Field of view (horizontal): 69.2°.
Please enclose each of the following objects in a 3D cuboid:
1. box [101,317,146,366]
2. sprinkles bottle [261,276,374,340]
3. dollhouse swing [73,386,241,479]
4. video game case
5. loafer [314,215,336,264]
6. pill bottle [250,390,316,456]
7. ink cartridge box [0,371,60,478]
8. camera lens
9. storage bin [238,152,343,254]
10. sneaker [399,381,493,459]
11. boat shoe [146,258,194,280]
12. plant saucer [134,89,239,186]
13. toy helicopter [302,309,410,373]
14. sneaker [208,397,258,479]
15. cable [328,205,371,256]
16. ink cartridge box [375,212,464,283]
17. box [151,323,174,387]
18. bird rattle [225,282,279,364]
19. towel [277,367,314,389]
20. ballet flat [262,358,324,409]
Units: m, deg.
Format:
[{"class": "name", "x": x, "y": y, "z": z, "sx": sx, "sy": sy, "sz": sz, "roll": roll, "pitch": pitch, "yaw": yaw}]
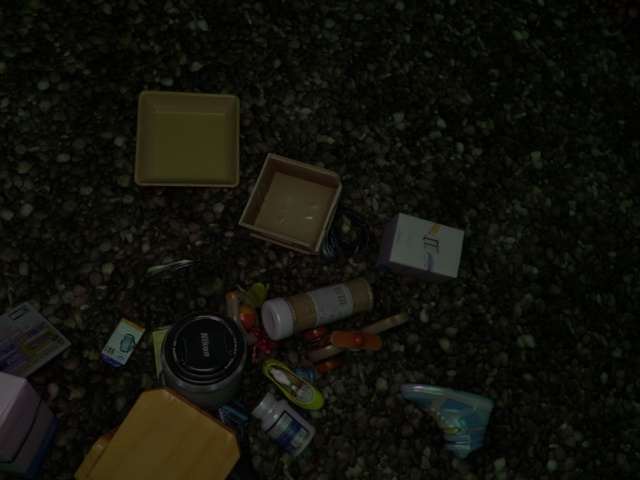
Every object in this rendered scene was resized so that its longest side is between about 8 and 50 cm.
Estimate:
[{"class": "box", "x": -0.610, "y": 0.317, "z": 1.434, "sx": 0.081, "sy": 0.028, "sz": 0.136, "roll": 29, "pitch": 78, "yaw": -2}, {"class": "sprinkles bottle", "x": -0.003, "y": 0.207, "z": 1.445, "sx": 0.355, "sy": 0.121, "sz": 0.122, "roll": -11, "pitch": 79, "yaw": -32}, {"class": "dollhouse swing", "x": -0.401, "y": 0.575, "z": 1.262, "sx": 0.346, "sy": 0.315, "sz": 0.305, "roll": 33, "pitch": 75, "yaw": -1}, {"class": "video game case", "x": -0.876, "y": 0.300, "z": 1.336, "sx": 0.193, "sy": 0.023, "sz": 0.212, "roll": 42, "pitch": 37, "yaw": 2}, {"class": "loafer", "x": 0.000, "y": 0.000, "z": 1.579, "sx": 0.061, "sy": 0.062, "sz": 0.170, "roll": -17, "pitch": 80, "yaw": -7}, {"class": "pill bottle", "x": -0.117, "y": 0.554, "z": 1.416, "sx": 0.186, "sy": 0.112, "sz": 0.112, "roll": 42, "pitch": 75, "yaw": 2}, {"class": "ink cartridge box", "x": -0.867, "y": 0.447, "z": 1.164, "sx": 0.285, "sy": 0.395, "sz": 0.166, "roll": 17, "pitch": 52, "yaw": -5}, {"class": "camera lens", "x": -0.319, "y": 0.339, "z": 1.277, "sx": 0.219, "sy": 0.274, "sz": 0.220, "roll": 7, "pitch": 54, "yaw": -10}, {"class": "storage bin", "x": -0.089, "y": -0.114, "z": 1.526, "sx": 0.260, "sy": 0.123, "sz": 0.263, "roll": 18, "pitch": 75, "yaw": 11}, {"class": "sneaker", "x": 0.395, "y": 0.577, "z": 1.484, "sx": 0.318, "sy": 0.127, "sz": 0.209, "roll": 15, "pitch": 75, "yaw": -5}, {"class": "boat shoe", "x": -0.477, "y": 0.095, "z": 1.491, "sx": 0.152, "sy": 0.056, "sz": 0.049, "roll": -13, "pitch": 85, "yaw": -2}, {"class": "plant saucer", "x": -0.440, "y": -0.331, "z": 1.570, "sx": 0.332, "sy": 0.081, "sz": 0.334, "roll": 0, "pitch": 78, "yaw": -8}, {"class": "toy helicopter", "x": 0.124, "y": 0.290, "z": 1.445, "sx": 0.354, "sy": 0.235, "sz": 0.140, "roll": -20, "pitch": 82, "yaw": -13}, {"class": "sneaker", "x": -0.257, "y": 0.572, "z": 1.385, "sx": 0.139, "sy": 0.125, "sz": 0.341, "roll": -27, "pitch": 85, "yaw": -17}, {"class": "cable", "x": 0.096, "y": -0.039, "z": 1.608, "sx": 0.150, "sy": 0.047, "sz": 0.185, "roll": -15, "pitch": 80, "yaw": -12}, {"class": "ink cartridge box", "x": 0.333, "y": 0.032, "z": 1.565, "sx": 0.232, "sy": 0.171, "sz": 0.169, "roll": 15, "pitch": 76, "yaw": -6}, {"class": "box", "x": -0.460, "y": 0.377, "z": 1.428, "sx": 0.087, "sy": 0.058, "sz": 0.233, "roll": -9, "pitch": 79, "yaw": -11}, {"class": "bird rattle", "x": -0.231, "y": 0.251, "z": 1.426, "sx": 0.142, "sy": 0.207, "sz": 0.254, "roll": -10, "pitch": 73, "yaw": 18}, {"class": "towel", "x": -0.079, "y": 0.442, "z": 1.488, "sx": 0.119, "sy": 0.029, "sz": 0.067, "roll": 1, "pitch": 77, "yaw": -8}, {"class": "ballet flat", "x": -0.084, "y": 0.449, "z": 1.430, "sx": 0.230, "sy": 0.077, "sz": 0.077, "roll": 38, "pitch": 75, "yaw": -1}]
